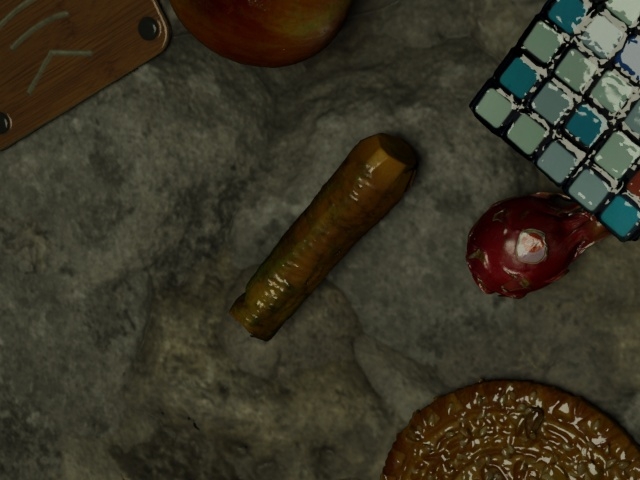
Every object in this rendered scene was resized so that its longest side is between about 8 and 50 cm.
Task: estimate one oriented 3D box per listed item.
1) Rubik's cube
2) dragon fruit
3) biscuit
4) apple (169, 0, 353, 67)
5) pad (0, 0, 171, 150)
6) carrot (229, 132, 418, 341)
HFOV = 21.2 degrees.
[{"bbox_3d":[0.270,-0.135,1.438,0.184,0.182,0.187,42,117,13],"label":"Rubik's cube"},{"bbox_3d":[0.211,-0.010,1.553,0.190,0.094,0.094,-26,90,24],"label":"dragon fruit"},{"bbox_3d":[0.192,0.278,1.656,0.305,0.038,0.305,6,105,25],"label":"biscuit"},{"bbox_3d":[-0.049,-0.250,1.592,0.173,0.160,0.195,30,127,3],"label":"apple"},{"bbox_3d":[-0.318,-0.269,1.796,0.286,0.018,0.284,-27,89,28],"label":"pad"},{"bbox_3d":[0.000,0.000,1.668,0.070,0.070,0.260,46,118,10],"label":"carrot"}]
